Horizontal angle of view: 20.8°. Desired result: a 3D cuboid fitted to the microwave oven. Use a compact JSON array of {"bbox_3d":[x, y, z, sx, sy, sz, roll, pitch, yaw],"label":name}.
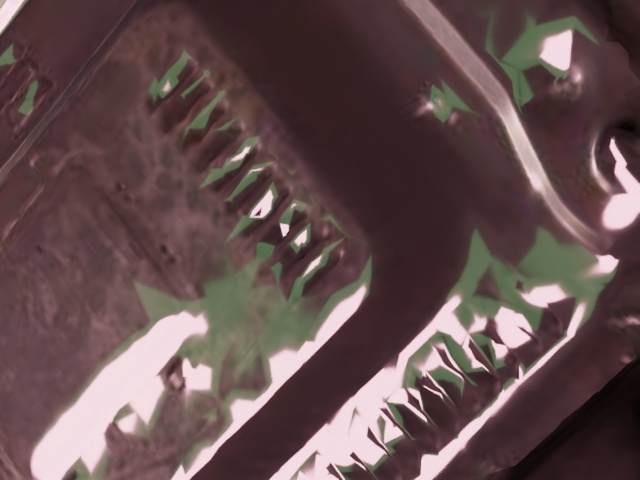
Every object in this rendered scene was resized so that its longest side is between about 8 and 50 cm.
[{"bbox_3d":[0.000,0.000,0.482,0.295,0.181,0.237,-47,66,23],"label":"microwave oven"}]
